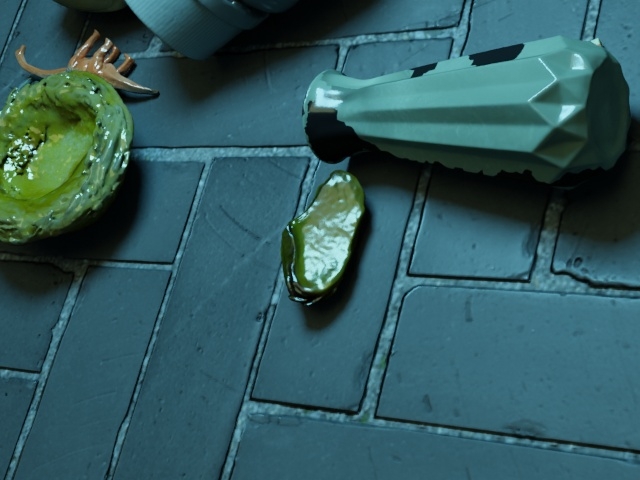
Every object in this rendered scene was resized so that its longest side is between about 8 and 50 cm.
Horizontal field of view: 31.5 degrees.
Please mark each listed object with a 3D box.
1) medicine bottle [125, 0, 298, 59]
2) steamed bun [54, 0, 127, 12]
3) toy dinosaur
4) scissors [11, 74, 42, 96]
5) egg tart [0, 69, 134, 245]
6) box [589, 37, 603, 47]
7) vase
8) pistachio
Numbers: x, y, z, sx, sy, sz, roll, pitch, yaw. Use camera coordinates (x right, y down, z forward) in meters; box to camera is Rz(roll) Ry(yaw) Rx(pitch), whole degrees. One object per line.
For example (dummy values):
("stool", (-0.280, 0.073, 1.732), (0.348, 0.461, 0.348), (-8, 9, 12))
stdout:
("medicine bottle", (-0.109, -0.410, 1.505), (0.306, 0.245, 0.245), (-36, 51, 21))
("steamed bun", (-0.318, -0.440, 1.689), (0.250, 0.154, 0.200), (-28, 42, 68))
("toy dinosaur", (-0.348, -0.264, 1.690), (0.279, 0.055, 0.101), (25, 71, 37))
("scissors", (-0.466, -0.125, 1.703), (0.138, 0.041, 0.289), (24, 78, 30))
("egg tart", (-0.364, -0.106, 1.582), (0.288, 0.118, 0.288), (-15, 56, 24))
("box", (0.281, -0.188, 1.292), (0.093, 0.015, 0.058), (-20, 55, 23))
("vase", (0.154, -0.139, 1.265), (0.360, 0.165, 0.165), (4, 67, 38))
("pistachio", (0.000, 0.000, 1.343), (0.089, 0.049, 0.173), (15, 71, 13))
